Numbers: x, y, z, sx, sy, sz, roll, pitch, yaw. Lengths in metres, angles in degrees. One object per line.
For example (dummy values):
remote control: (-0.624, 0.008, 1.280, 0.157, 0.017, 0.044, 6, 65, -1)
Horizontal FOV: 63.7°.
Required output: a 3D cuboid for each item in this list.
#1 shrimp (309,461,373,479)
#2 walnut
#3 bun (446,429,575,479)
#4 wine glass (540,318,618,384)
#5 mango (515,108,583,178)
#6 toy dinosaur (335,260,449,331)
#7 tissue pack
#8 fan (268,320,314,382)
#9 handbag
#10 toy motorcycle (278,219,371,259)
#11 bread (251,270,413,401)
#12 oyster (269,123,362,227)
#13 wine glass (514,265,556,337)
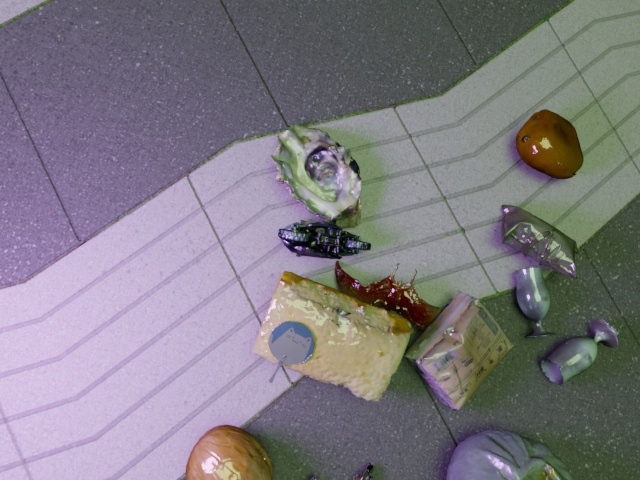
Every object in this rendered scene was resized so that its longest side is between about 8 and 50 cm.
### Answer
shrimp: (0.046, 0.651, 1.338, 0.152, 0.046, 0.219, 36, 60, 14)
walnut: (-0.216, 0.559, 1.245, 0.195, 0.195, 0.222, -40, 97, -14)
bun: (0.500, 0.652, 1.306, 0.361, 0.211, 0.362, 5, 55, -7)
wine glass: (0.753, 0.326, 1.498, 0.222, 0.103, 0.103, -31, 85, -14)
mango: (0.714, -0.276, 1.597, 0.236, 0.136, 0.166, 20, 64, -18)
toy dinosaur: (0.211, 0.156, 1.460, 0.327, 0.113, 0.207, -5, 105, 0)
tissue pack: (0.387, 0.303, 1.421, 0.256, 0.123, 0.215, -42, 106, -13)
fan: (-0.085, 0.279, 1.269, 0.113, 0.005, 0.175, 28, 102, -2)
handbag: (0.646, 0.003, 1.524, 0.270, 0.117, 0.182, 33, 41, 4)
toy motorcycle: (0.000, 0.000, 1.434, 0.270, 0.159, 0.106, 9, 87, -24)
bread: (0.033, 0.244, 1.346, 0.375, 0.165, 0.237, 24, 99, -5)
oyster: (-0.004, -0.178, 1.478, 0.238, 0.115, 0.351, -41, 92, -23)
wine glass: (0.627, 0.179, 1.513, 0.092, 0.093, 0.202, -4, 81, -10)
